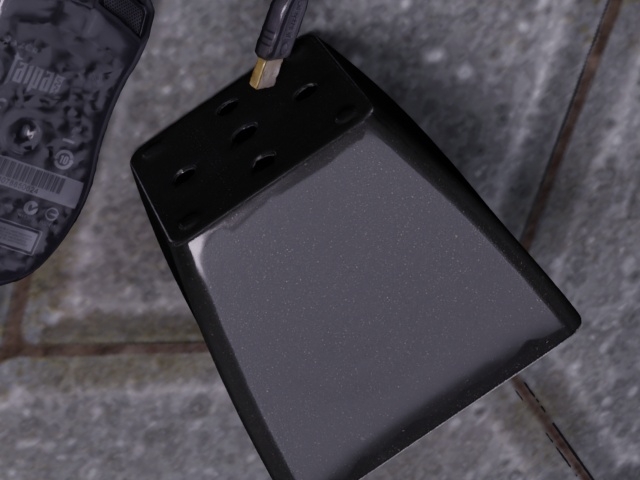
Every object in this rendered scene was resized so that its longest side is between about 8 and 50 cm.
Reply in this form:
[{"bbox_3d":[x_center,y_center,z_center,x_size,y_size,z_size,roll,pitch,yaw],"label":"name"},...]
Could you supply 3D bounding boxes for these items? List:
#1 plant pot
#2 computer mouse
[{"bbox_3d":[0.000,0.000,1.066,0.187,0.188,0.167,-34,119,1],"label":"plant pot"},{"bbox_3d":[-0.112,-0.094,1.012,0.184,0.060,0.262,13,106,-28],"label":"computer mouse"}]
